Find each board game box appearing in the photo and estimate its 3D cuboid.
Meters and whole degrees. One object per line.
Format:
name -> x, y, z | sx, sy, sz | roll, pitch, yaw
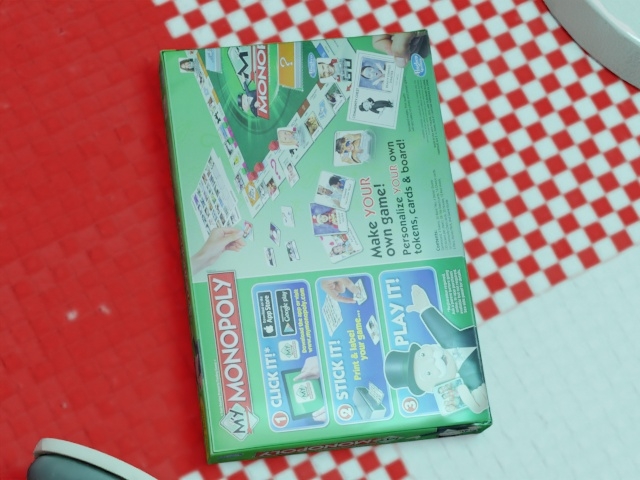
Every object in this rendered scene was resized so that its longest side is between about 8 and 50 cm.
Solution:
board game box -> 0.000, 0.000, 1.437 | 0.213, 0.046, 0.317 | -5, 74, -9

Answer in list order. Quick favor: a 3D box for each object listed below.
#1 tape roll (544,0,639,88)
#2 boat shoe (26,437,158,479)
tape roll -> 0.348, -0.290, 1.562 | 0.392, 0.072, 0.392 | 2, 73, -7
boat shoe -> -0.087, 0.259, 1.310 | 0.319, 0.116, 0.099 | 38, 68, -1
